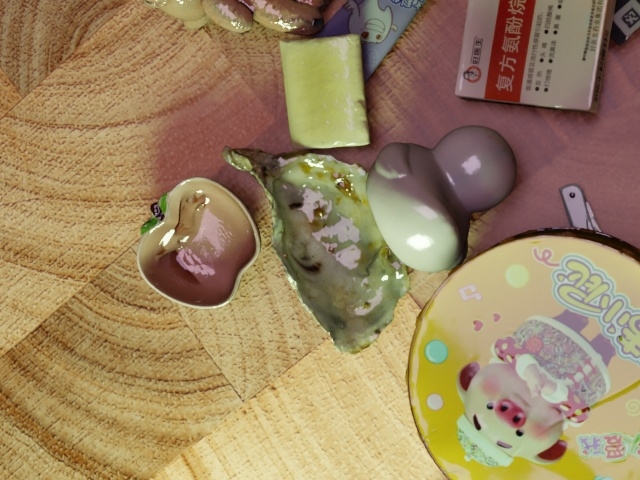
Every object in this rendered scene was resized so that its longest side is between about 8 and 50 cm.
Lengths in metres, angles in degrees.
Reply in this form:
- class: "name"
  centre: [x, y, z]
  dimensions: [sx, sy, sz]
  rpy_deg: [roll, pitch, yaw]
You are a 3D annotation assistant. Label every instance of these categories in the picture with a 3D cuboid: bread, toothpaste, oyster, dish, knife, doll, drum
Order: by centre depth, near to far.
- class: "drum"
  centre: [0.343, 0.189, 1.570]
  dimensions: [0.431, 0.214, 0.430]
  rpy_deg: [1, 92, 17]
- class: "doll"
  centre: [0.190, -0.073, 1.625]
  dimensions: [0.221, 0.251, 0.221]
  rpy_deg: [6, 118, 11]
- class: "knife"
  centre: [0.407, -0.010, 1.664]
  dimensions: [0.044, 0.023, 0.162]
  rpy_deg: [-20, 85, 19]
- class: "toothpaste"
  centre: [0.106, -0.375, 1.735]
  dimensions: [0.125, 0.080, 0.371]
  rpy_deg: [44, 108, 8]
- class: "bread"
  centre: [0.009, -0.235, 1.738]
  dimensions: [0.140, 0.060, 0.178]
  rpy_deg: [1, 102, 23]
- class: "oyster"
  centre: [0.016, -0.023, 1.745]
  dimensions: [0.204, 0.111, 0.396]
  rpy_deg: [-28, 81, -4]
- class: "doll"
  centre: [-0.141, -0.393, 1.779]
  dimensions: [0.303, 0.156, 0.201]
  rpy_deg: [21, 53, -3]
- class: "dish"
  centre: [-0.189, 0.003, 1.794]
  dimensions: [0.213, 0.090, 0.213]
  rpy_deg: [0, 91, 14]

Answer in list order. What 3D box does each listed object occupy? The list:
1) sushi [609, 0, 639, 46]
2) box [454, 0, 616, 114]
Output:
- class: "sushi"
  centre: [0.447, -0.425, 1.644]
  dimensions: [0.192, 0.050, 0.215]
  rpy_deg: [-47, 70, 20]
- class: "box"
  centre: [0.334, -0.376, 1.641]
  dimensions: [0.214, 0.069, 0.353]
  rpy_deg: [11, 94, 27]
